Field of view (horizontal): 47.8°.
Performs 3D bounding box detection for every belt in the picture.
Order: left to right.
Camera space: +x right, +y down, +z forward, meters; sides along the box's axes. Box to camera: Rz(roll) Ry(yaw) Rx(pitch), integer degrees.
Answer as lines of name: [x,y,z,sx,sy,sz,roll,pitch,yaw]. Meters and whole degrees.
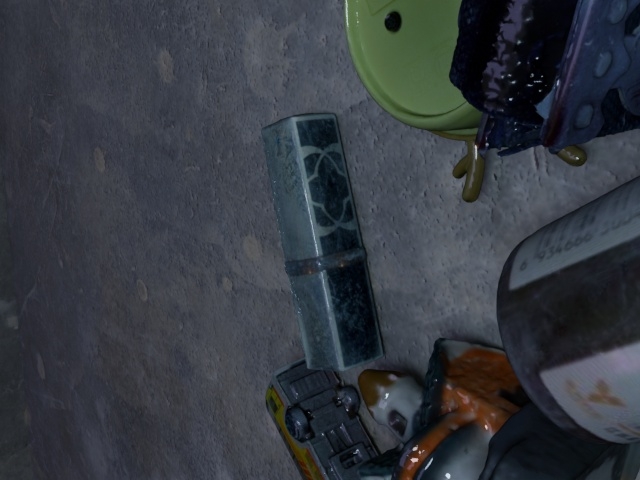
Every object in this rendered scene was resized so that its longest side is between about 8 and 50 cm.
belt: [0.174,-0.119,0.446,0.122,0.218,0.128,41,134,43]

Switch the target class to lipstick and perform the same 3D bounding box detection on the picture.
lipstick: [0.000,0.000,0.823,0.076,0.077,0.289,-12,90,54]

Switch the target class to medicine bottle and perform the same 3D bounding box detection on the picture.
medicine bottle: [0.253,0.022,0.430,0.273,0.165,0.165,-35,73,51]

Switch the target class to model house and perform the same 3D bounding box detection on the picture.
model house: [0.107,0.217,0.660,0.301,0.190,0.271,32,127,44]

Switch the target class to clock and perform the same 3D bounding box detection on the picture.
clock: [0.116,-0.190,0.600,0.235,0.096,0.308,-21,85,52]

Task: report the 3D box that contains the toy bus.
toy bus: [0.024,0.275,0.874,0.268,0.092,0.106,59,150,21]
